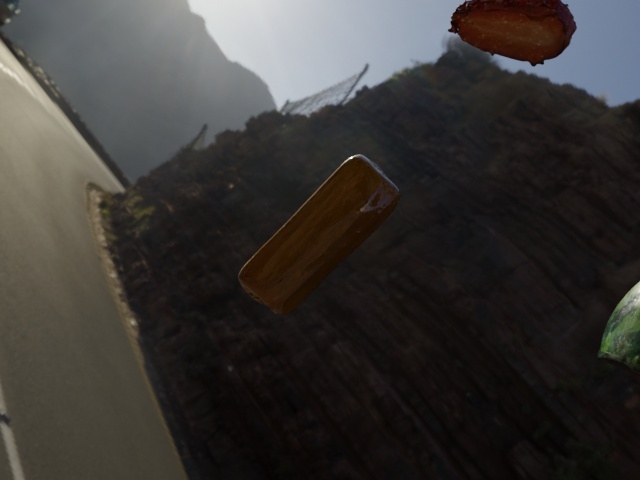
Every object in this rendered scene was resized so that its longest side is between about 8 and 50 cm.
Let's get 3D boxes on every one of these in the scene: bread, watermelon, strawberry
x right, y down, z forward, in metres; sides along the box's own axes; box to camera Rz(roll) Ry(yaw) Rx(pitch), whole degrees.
[{"bbox_3d":[0.000,0.000,0.852,0.092,0.239,0.074,41,6,-33],"label":"bread"},{"bbox_3d":[0.353,0.132,0.632,0.202,0.136,0.207,61,-28,7],"label":"watermelon"},{"bbox_3d":[0.299,-0.344,1.022,0.188,0.082,0.121,19,-24,18],"label":"strawberry"}]
